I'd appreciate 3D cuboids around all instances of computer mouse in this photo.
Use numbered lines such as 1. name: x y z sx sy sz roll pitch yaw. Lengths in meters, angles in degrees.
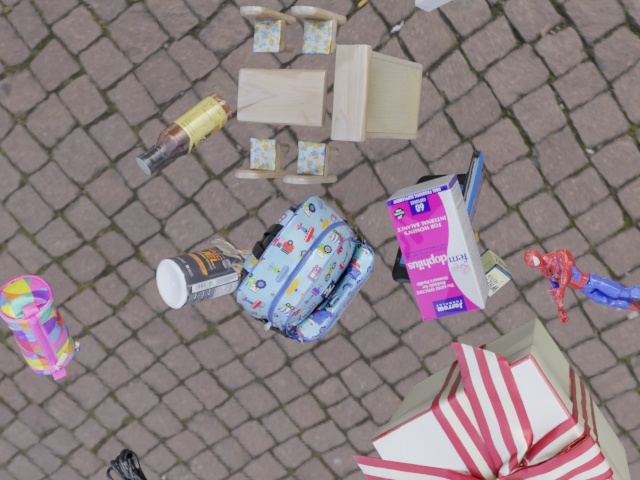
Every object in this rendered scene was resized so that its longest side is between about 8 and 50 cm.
1. computer mouse: -0.175 0.281 0.727 0.106 0.042 0.193 42 148 11

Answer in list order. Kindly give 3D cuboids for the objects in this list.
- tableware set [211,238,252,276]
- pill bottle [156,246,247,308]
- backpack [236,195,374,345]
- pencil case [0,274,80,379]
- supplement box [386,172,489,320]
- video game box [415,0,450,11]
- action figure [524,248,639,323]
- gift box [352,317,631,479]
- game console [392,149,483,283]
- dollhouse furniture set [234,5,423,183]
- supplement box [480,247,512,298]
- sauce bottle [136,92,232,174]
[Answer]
1. tableware set: -0.177 0.052 1.659 0.141 0.020 0.168 10 149 36
2. pill bottle: -0.287 0.085 1.812 0.130 0.246 0.130 14 110 42
3. backpack: -0.017 0.034 0.776 0.117 0.173 0.158 37 83 8
4. pencil case: -0.513 0.160 1.279 0.105 0.104 0.236 9 144 3
5. supplement box: 0.205 0.011 1.204 0.111 0.114 0.220 -16 99 20
6. video game box: 0.285 -0.593 1.439 0.048 0.205 0.187 11 80 -33
7. action figure: 0.483 0.111 1.252 0.280 0.139 0.091 27 149 0
8. gift box: 0.214 0.253 0.881 0.255 0.258 0.276 -39 84 18
9. game console: 0.268 -0.050 1.647 0.173 0.250 0.293 12 76 15
10. dollhouse furniture set: -0.027 -0.295 1.438 0.394 0.256 0.362 9 100 29
11. supplement box: 0.412 0.080 1.723 0.056 0.083 0.083 36 112 -21
12. sauce bottle: -0.163 -0.126 0.839 0.128 0.042 0.042 -42 107 -20
